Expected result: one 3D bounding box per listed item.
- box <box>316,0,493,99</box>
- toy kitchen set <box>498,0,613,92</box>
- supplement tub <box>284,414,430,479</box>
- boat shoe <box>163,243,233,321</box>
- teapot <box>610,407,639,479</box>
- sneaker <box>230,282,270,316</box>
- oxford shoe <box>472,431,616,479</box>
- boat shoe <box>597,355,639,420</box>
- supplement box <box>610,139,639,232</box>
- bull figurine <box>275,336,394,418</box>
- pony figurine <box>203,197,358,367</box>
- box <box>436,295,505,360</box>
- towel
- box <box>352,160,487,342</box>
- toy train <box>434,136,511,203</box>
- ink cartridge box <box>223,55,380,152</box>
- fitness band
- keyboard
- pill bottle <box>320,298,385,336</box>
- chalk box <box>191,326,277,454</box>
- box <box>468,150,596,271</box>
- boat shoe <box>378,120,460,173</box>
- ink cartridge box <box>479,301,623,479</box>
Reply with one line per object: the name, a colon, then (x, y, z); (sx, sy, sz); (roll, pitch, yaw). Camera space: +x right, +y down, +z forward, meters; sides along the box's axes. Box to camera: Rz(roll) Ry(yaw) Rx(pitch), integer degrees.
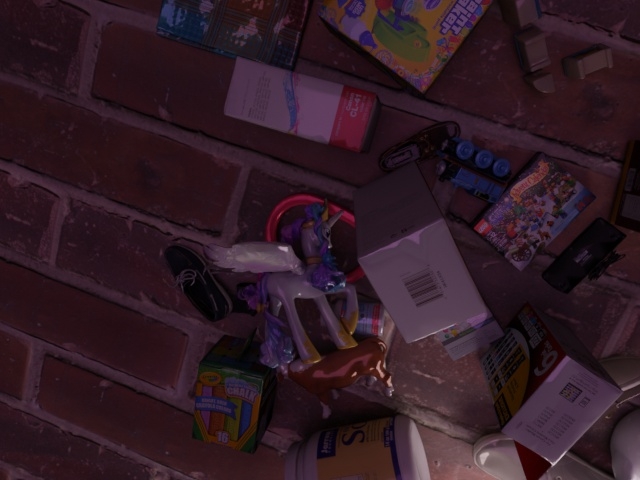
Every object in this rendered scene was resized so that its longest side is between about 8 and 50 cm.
box: (0.197, -0.505, 0.988); (0.279, 0.177, 0.290); (36, 106, 1)
toy kitchen set: (0.500, -0.444, 0.992); (0.165, 0.122, 0.207); (-21, 117, 14)
supplement tub: (0.099, 0.597, 1.199); (0.330, 0.241, 0.241); (-16, 98, 13)
boat shoe: (-0.344, 0.115, 1.259); (0.095, 0.079, 0.255); (-41, 83, 23)
teapot: (0.825, 0.521, 1.072); (0.252, 0.187, 0.256); (38, 105, 1)
sneaker: (-0.173, 0.164, 1.262); (0.170, 0.051, 0.089); (4, 102, 15)
oxford shoe: (0.600, 0.615, 1.157); (0.448, 0.130, 0.169); (24, 119, 7)
boat shoe: (0.636, 0.379, 1.119); (0.324, 0.116, 0.097); (-30, 99, 19)
supplement box: (0.727, -0.103, 0.951); (0.128, 0.194, 0.192); (7, 103, 2)
bull figurine: (0.036, 0.348, 1.210); (0.310, 0.101, 0.189); (-20, 115, 14)
pony figurine: (-0.080, 0.097, 1.076); (0.350, 0.303, 0.364); (-10, 86, -18)
box: (0.345, 0.186, 1.168); (0.145, 0.038, 0.186); (-32, 90, 16)
towel: (-0.204, -0.580, 1.120); (0.369, 0.040, 0.272); (20, 105, 6)
box: (0.191, 0.006, 0.983); (0.168, 0.345, 0.215); (-26, 113, 14)
toy train: (0.344, -0.161, 1.064); (0.184, 0.080, 0.105); (21, 105, -13)
ink cartridge box: (-0.027, -0.295, 1.048); (0.305, 0.226, 0.131); (19, 104, 6)
fitness band: (0.000, 0.000, 1.196); (0.290, 0.054, 0.209); (26, 102, 4)
keyboard: (0.625, 0.047, 1.100); (0.100, 0.038, 0.192); (46, 108, 23)
pill bottle: (0.084, 0.196, 1.198); (0.160, 0.087, 0.087); (4, 102, 10)
chalk box: (-0.217, 0.373, 1.247); (0.178, 0.180, 0.289); (10, 102, 8)
box: (0.487, -0.066, 1.089); (0.159, 0.044, 0.233); (40, 106, 1)
boat shoe: (0.232, -0.215, 1.094); (0.206, 0.073, 0.073); (-28, 92, 14)
ink cartridge box: (0.463, 0.321, 1.036); (0.130, 0.309, 0.272); (33, 105, 3)
